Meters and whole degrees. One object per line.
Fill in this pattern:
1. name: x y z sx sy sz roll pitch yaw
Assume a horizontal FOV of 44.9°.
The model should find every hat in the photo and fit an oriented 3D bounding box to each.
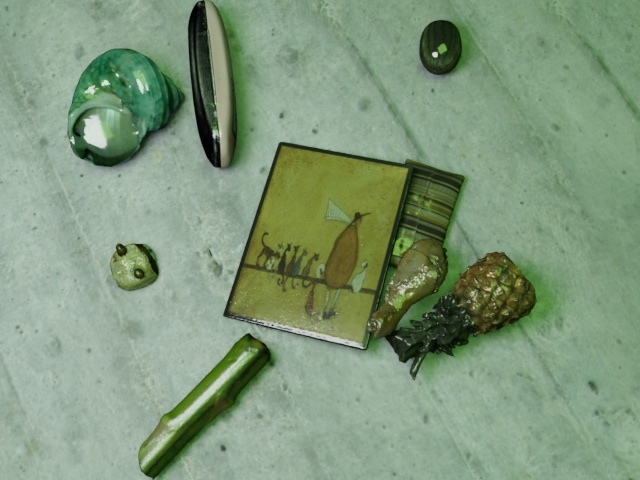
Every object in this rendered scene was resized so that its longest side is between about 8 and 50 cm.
1. hat: -0.321 0.042 1.322 0.076 0.059 0.077 -18 78 0

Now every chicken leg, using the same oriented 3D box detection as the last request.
1. chicken leg: 0.142 0.079 1.259 0.085 0.069 0.198 34 72 17

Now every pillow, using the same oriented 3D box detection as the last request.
1. pillow: 0.173 -0.041 1.354 0.113 0.038 0.203 17 74 5

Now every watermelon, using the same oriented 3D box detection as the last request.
1. watermelon: 0.221 -0.359 1.432 0.078 0.078 0.110 2 73 1

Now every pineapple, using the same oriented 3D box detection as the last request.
1. pineapple: 0.225 0.123 1.269 0.248 0.128 0.128 -33 76 -3

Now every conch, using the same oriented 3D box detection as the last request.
1. conch: -0.343 -0.242 1.374 0.203 0.134 0.196 -7 114 -7

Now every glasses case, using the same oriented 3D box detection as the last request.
1. glasses case: -0.193 -0.281 1.386 0.075 0.122 0.314 -6 72 -7

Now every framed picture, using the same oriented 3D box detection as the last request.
1. framed picture: 0.000 0.000 1.334 0.256 0.014 0.338 13 73 14

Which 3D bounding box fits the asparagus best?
1. asparagus: -0.191 0.265 1.254 0.278 0.060 0.067 -43 97 -12
